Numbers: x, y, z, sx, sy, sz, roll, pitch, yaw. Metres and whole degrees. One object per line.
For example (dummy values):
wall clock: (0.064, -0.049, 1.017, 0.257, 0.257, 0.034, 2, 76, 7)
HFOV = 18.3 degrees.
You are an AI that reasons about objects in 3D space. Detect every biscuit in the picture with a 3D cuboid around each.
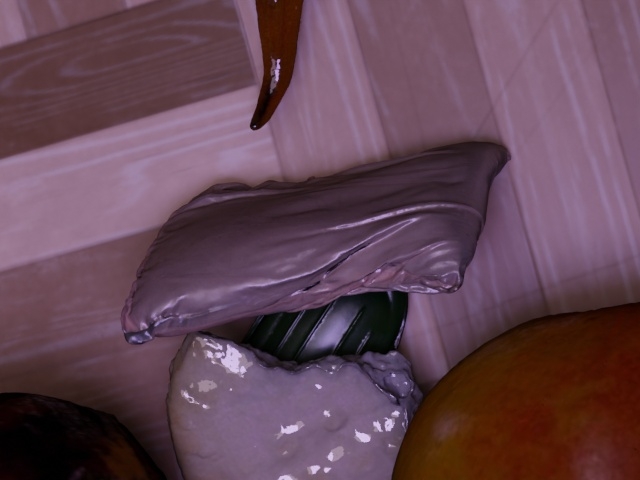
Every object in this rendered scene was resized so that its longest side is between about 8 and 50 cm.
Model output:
biscuit: (-0.001, 0.155, 1.445, 0.265, 0.040, 0.188, 41, 105, -14)

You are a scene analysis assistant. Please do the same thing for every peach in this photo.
peach: (0.197, 0.196, 1.330, 0.308, 0.308, 0.332, 8, 78, 11)

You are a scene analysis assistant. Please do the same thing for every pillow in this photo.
pillow: (0.000, 0.000, 1.417, 0.270, 0.173, 0.067, -9, 121, 13)

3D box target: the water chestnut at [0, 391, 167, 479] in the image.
water chestnut: (-0.186, 0.268, 1.423, 0.302, 0.350, 0.350, -9, 92, -24)

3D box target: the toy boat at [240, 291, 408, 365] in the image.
toy boat: (-0.011, 0.096, 1.478, 0.104, 0.052, 0.210, 33, 98, 4)

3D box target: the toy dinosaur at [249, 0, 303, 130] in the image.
toy dinosaur: (-0.021, -0.318, 1.436, 0.208, 0.097, 0.432, 31, 103, -1)
